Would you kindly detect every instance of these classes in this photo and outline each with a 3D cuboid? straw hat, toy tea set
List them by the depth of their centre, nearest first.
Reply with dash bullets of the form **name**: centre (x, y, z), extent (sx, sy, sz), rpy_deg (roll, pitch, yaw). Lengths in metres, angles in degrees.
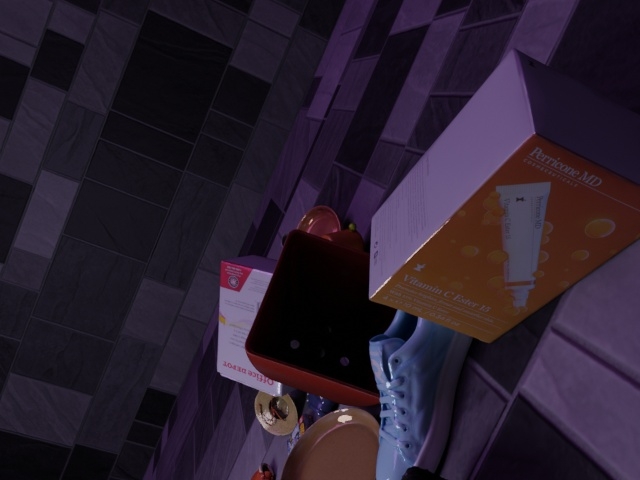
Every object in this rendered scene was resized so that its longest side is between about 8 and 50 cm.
- **toy tea set**: centre (0.033, 0.107, 1.558), extent (0.336, 0.124, 0.199), rpy_deg (-44, 58, 49)
- **straw hat**: centre (-0.099, 0.429, 1.581), extent (0.061, 0.144, 0.144), rpy_deg (-17, -37, -53)

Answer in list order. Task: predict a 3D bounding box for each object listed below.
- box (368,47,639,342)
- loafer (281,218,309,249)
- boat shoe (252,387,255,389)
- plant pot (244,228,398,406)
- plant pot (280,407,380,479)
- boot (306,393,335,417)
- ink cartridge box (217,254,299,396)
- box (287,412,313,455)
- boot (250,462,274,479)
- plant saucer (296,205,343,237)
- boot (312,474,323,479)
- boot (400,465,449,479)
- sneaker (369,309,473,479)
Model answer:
- **box**: centre (0.241, -0.037, 0.815), extent (0.345, 0.215, 0.168), rpy_deg (-53, 22, 44)
- **loafer**: centre (-0.076, 0.013, 1.959), extent (0.319, 0.112, 0.112), rpy_deg (-46, 27, 52)
- **boat shoe**: centre (-0.128, 0.342, 1.743), extent (0.335, 0.121, 0.119), rpy_deg (119, 155, -55)
- **plant pot**: centre (0.015, 0.182, 1.192), extent (0.235, 0.267, 0.267), rpy_deg (106, -177, -58)
- **plant pot**: centre (0.024, 0.418, 1.117), extent (0.236, 0.032, 0.236), rpy_deg (-32, 28, 19)
- **boot**: centre (-0.013, 0.340, 1.408), extent (0.086, 0.069, 0.190), rpy_deg (-67, 18, -4)
- **ink cartridge box**: centre (-0.140, 0.206, 1.547), extent (0.226, 0.131, 0.305), rpy_deg (12, 105, 35)
- **box**: centre (-0.043, 0.478, 1.405), extent (0.093, 0.027, 0.137), rpy_deg (-62, 17, 17)
- **boot**: centre (-0.146, 0.619, 1.511), extent (0.084, 0.059, 0.158), rpy_deg (-61, 16, 7)
- **plant saucer**: centre (0.000, 0.000, 1.750), extent (0.200, 0.037, 0.199), rpy_deg (-15, 70, 46)
- **boot**: centre (-0.010, 0.563, 1.089), extent (0.236, 0.089, 0.269), rpy_deg (-28, 39, 57)
- **boot**: centre (0.090, 0.430, 0.838), extent (0.348, 0.131, 0.259), rpy_deg (3, 79, 62)
- **sneaker**: centre (0.127, 0.219, 0.967), extent (0.135, 0.150, 0.365), rpy_deg (-21, 49, 70)
